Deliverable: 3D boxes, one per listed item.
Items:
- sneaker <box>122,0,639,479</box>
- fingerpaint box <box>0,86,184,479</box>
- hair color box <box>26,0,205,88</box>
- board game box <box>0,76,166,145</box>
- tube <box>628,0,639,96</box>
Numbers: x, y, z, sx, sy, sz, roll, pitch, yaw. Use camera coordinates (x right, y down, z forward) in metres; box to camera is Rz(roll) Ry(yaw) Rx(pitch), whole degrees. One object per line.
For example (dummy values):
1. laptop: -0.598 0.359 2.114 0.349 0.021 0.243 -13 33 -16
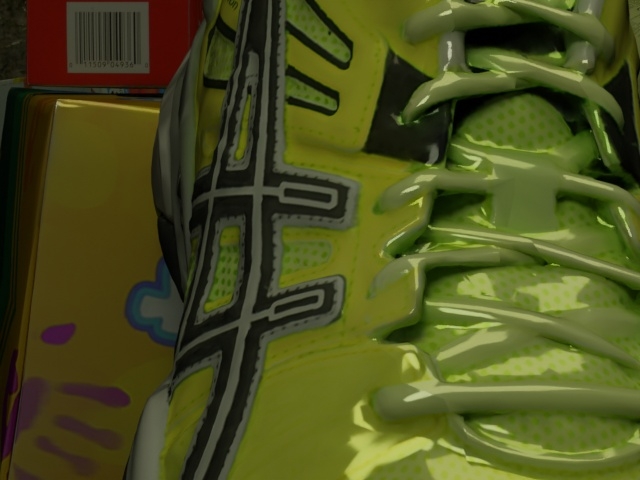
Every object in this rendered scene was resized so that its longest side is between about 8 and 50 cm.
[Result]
1. sneaker: 0.023 0.002 0.498 0.145 0.147 0.385 4 35 -17
2. fingerpaint box: 0.079 0.033 0.883 0.444 0.163 0.371 7 4 -11
3. hair color box: -0.074 -0.087 0.865 0.072 0.043 0.141 1 4 8
4. board game box: -0.128 -0.024 1.295 0.142 0.144 0.275 -6 -3 23
5. tube: 0.161 -0.057 0.796 0.070 0.062 0.240 -36 23 -8
